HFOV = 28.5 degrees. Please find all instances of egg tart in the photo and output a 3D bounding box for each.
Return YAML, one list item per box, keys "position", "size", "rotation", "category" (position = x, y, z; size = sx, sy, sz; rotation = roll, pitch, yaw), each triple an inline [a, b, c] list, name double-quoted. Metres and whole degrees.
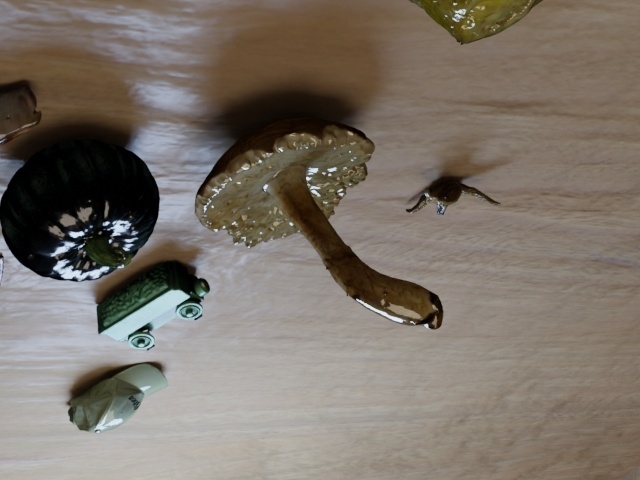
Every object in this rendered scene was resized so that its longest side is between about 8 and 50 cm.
- position: [0.185, -0.276, 1.324]
  size: [0.232, 0.098, 0.252]
  rotation: [-11, 171, -29]
  category: "egg tart"

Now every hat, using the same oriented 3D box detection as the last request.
- position: [-0.325, 0.263, 2.042]
  size: [0.166, 0.081, 0.122]
  rotation: [-21, 154, -15]
  category: "hat"

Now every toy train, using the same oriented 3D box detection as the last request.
- position: [-0.241, 0.092, 1.800]
  size: [0.172, 0.070, 0.099]
  rotation: [-31, 137, 22]
  category: "toy train"

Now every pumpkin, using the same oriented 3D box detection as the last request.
- position: [-0.285, -0.034, 1.492]
  size: [0.194, 0.150, 0.194]
  rotation: [1, 135, 1]
  category: "pumpkin"

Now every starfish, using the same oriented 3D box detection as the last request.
- position: [0.192, -0.064, 1.793]
  size: [0.130, 0.041, 0.133]
  rotation: [-4, 175, -12]
  category: "starfish"

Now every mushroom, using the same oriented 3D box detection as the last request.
- position: [0.002, -0.034, 1.515]
  size: [0.233, 0.301, 0.208]
  rotation: [-8, 119, -43]
  category: "mushroom"

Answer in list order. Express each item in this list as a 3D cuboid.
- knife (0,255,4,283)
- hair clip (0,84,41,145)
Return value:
- position: [-0.467, 0.092, 1.731]
  size: [0.035, 0.018, 0.247]
  rotation: [2, 143, -25]
  category: "knife"
- position: [-0.442, -0.091, 1.330]
  size: [0.300, 0.173, 0.069]
  rotation: [-23, -173, -27]
  category: "hair clip"
